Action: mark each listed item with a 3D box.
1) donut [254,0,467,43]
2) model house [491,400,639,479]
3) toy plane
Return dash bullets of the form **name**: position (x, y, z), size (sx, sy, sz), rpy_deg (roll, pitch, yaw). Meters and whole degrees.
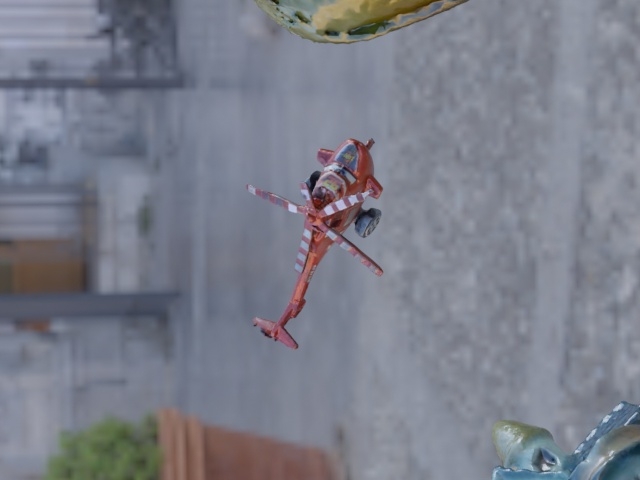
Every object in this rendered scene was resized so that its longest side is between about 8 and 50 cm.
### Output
- **donut**: position (0.054, -0.240, 1.400), size (0.107, 0.272, 0.272), rpy_deg (54, -169, -31)
- **model house**: position (0.254, 0.249, 1.929), size (0.325, 0.267, 0.194), rpy_deg (40, 174, 43)
- **toy plane**: position (0.007, 0.003, 1.582), size (0.077, 0.126, 0.194), rpy_deg (-40, -42, -46)
